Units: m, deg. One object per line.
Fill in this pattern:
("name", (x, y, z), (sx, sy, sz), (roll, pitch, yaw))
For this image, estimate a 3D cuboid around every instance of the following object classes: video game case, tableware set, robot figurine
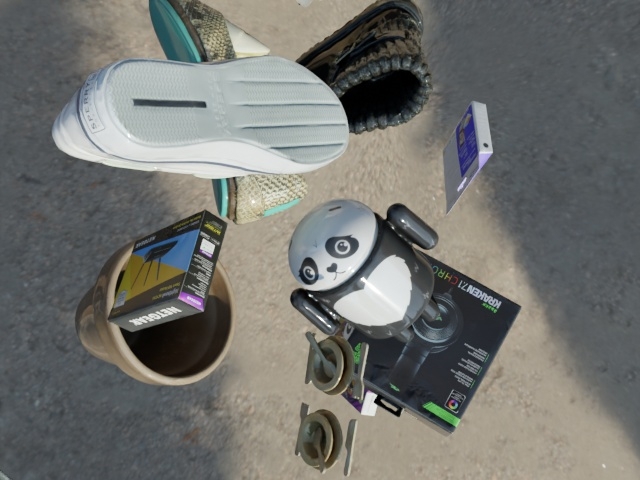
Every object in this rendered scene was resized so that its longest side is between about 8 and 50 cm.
("video game case", (0.082, 0.239, 1.517), (0.041, 0.232, 0.210), (13, 97, -26))
("tableware set", (0.001, 0.233, 0.996), (0.039, 0.128, 0.194), (14, 82, -39))
("robot figurine", (0.075, 0.053, 1.130), (0.278, 0.173, 0.209), (40, 67, -28))

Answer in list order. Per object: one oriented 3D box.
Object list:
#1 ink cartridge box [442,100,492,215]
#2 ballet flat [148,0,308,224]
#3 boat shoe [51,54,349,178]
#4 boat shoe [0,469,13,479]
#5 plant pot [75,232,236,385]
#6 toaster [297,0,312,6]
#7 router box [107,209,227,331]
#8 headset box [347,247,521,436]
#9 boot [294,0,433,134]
("ink cartridge box", (0.357, -0.196, 1.695), (0.045, 0.206, 0.208), (9, 59, -9))
("ballet flat", (-0.142, -0.241, 1.153), (0.182, 0.164, 0.483), (-14, 63, -19))
("boat shoe", (-0.074, -0.086, 0.478), (0.075, 0.226, 0.083), (-9, 85, 40))
("boat shoe", (-0.439, 0.185, 0.706), (0.335, 0.121, 0.119), (48, 57, -4))
("plant pot", (-0.319, 0.134, 1.245), (0.229, 0.263, 0.263), (-17, 100, 43))
("toaster", (-0.040, -0.655, 1.581), (0.168, 0.186, 0.110), (39, 137, -17))
("router box", (-0.210, 0.044, 0.944), (0.179, 0.133, 0.046), (-20, 139, 42))
("headset box", (0.191, 0.195, 1.289), (0.246, 0.131, 0.283), (30, 77, 14))
("boot", (0.036, -0.242, 1.152), (0.131, 0.260, 0.348), (34, 128, -24))
